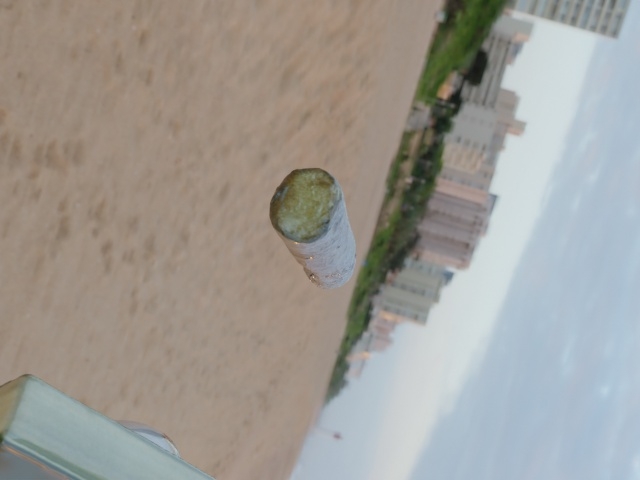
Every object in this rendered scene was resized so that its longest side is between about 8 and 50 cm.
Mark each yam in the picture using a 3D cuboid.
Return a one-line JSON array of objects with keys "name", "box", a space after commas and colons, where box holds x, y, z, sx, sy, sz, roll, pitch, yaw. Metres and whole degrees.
[{"name": "yam", "box": [0.000, 0.000, 0.939, 0.300, 0.066, 0.066, 69, 37, -78]}]

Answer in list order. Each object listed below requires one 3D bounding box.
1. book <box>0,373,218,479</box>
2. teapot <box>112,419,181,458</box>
[{"name": "book", "box": [-0.124, 0.152, 0.426, 0.264, 0.202, 0.027, -28, -142, 32]}, {"name": "teapot", "box": [-0.142, 0.144, 0.540, 0.226, 0.145, 0.092, 109, -33, -69]}]
